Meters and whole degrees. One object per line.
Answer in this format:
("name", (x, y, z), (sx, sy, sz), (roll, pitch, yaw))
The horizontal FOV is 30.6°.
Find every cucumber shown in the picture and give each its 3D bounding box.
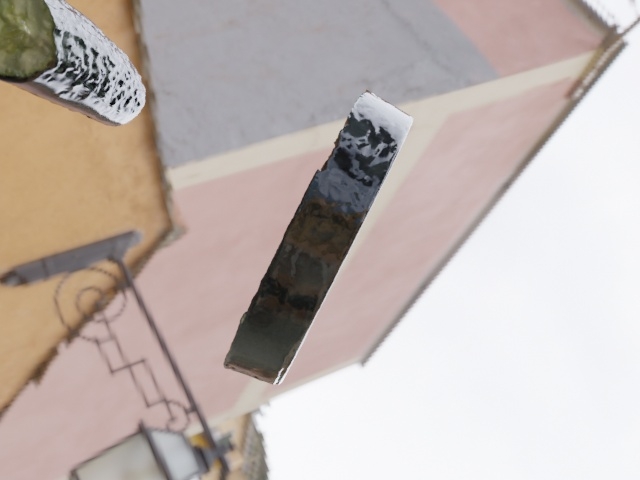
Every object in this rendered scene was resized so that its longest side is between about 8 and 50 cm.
("cucumber", (-0.191, -0.136, 0.895), (0.074, 0.074, 0.241), (65, 9, 11))

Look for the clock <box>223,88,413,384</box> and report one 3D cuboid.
("clock", (0.000, 0.000, 1.045), (0.055, 0.281, 0.281), (27, -40, 1))
